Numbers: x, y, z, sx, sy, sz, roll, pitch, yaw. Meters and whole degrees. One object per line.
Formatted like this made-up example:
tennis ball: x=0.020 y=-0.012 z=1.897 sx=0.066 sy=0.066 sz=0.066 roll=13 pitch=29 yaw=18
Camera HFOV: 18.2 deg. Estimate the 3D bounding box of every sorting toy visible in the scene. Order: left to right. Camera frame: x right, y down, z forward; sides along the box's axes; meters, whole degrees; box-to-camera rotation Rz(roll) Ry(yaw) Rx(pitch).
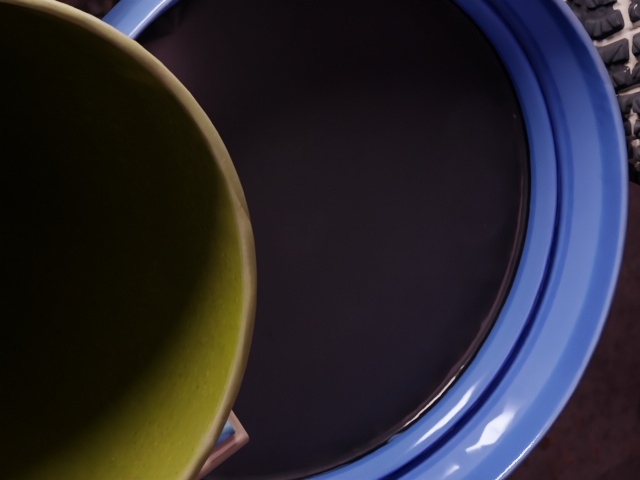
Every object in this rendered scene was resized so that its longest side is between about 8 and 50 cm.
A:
sorting toy: x=-0.083 y=0.115 z=1.094 sx=0.083 sy=0.012 sz=0.062 roll=-37 pitch=120 yaw=-14

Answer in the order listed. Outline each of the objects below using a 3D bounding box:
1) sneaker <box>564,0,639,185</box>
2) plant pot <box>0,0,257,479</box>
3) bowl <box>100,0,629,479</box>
sneaker: x=0.218 y=-0.171 z=1.207 sx=0.122 sy=0.110 sz=0.283 roll=-14 pitch=112 yaw=-28
plant pot: x=-0.215 y=-0.003 z=0.906 sx=0.275 sy=0.293 sz=0.274 roll=-9 pitch=109 yaw=-26
bowl: x=0.000 y=0.000 z=1.157 sx=0.391 sy=0.077 sz=0.391 roll=-10 pitch=110 yaw=-27
